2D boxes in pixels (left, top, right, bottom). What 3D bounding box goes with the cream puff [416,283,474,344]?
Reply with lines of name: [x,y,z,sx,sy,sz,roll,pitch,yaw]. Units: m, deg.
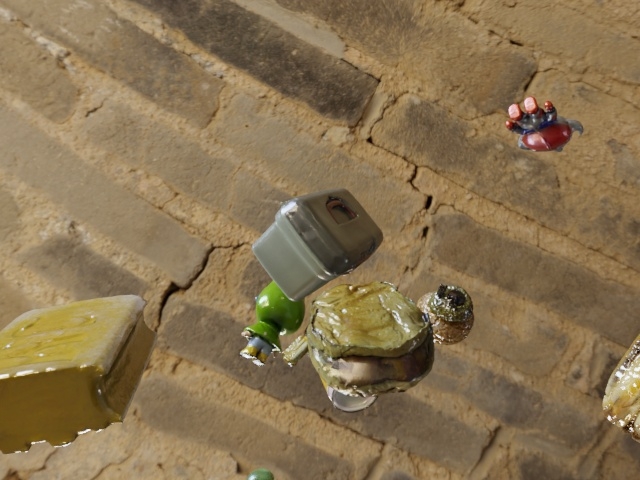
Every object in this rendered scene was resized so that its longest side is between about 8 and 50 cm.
cream puff: [0.384,0.206,1.423,0.184,0.183,0.169,8,-35,7]

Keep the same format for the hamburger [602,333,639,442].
hamburger: [0.746,0.304,0.993,0.305,0.174,0.284,28,-88,-46]

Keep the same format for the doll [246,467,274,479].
doll: [-0.207,0.759,1.191,0.322,0.198,0.186,-35,-40,-15]

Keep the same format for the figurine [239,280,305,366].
figurine: [-0.137,0.236,1.369,0.162,0.263,0.143,37,-36,-15]

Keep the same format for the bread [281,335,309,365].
bread: [-0.059,0.284,1.213,0.049,0.088,0.033,31,-30,26]

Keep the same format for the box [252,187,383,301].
box: [0.000,0.000,0.776,0.129,0.210,0.148,-42,-98,27]

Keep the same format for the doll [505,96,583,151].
doll: [0.397,-0.199,0.839,0.195,0.062,0.104,15,-45,-43]

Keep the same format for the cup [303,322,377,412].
cup: [0.062,0.328,1.305,0.197,0.279,0.196,-5,-62,-10]

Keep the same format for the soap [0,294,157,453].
soap: [-0.506,0.246,0.921,0.294,0.335,0.156,-10,-74,-3]

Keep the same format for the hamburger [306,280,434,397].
hamburger: [0.106,0.207,1.006,0.266,0.285,0.134,-8,-65,4]
